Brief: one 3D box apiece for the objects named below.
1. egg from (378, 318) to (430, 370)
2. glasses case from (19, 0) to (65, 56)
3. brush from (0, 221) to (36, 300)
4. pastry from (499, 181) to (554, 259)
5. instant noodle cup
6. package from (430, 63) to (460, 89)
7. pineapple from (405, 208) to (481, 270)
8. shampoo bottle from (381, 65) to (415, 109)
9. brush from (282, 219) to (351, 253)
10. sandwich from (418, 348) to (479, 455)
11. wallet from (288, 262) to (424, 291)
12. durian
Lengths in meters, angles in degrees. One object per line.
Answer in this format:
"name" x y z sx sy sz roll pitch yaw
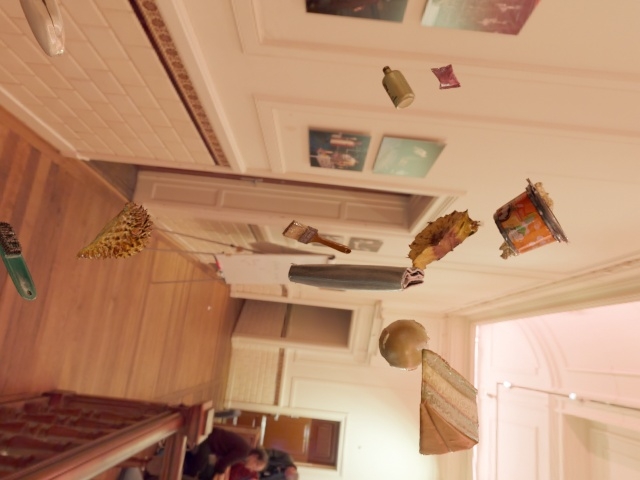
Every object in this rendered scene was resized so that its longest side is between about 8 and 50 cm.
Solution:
"egg" 0.268 0.331 1.432 0.201 0.164 0.164 -11 108 -74
"glasses case" -0.493 -0.413 0.778 0.204 0.051 0.081 62 -33 13
"brush" -0.653 0.040 0.957 0.193 0.032 0.043 57 26 13
"pastry" 0.617 -0.054 1.324 0.121 0.089 0.258 -51 158 -32
"instant noodle cup" 0.522 -0.045 1.129 0.208 0.125 0.177 55 27 -6
"package" 0.328 -0.429 1.170 0.083 0.059 0.029 39 62 -47
"pineapple" 0.349 -0.011 1.323 0.233 0.079 0.135 -39 -168 10
"shampoo bottle" 0.263 -0.544 1.560 0.079 0.079 0.162 94 -29 -72
"brush" 0.000 0.000 0.917 0.043 0.170 0.014 -47 -141 29
"sandwich" 0.188 0.299 0.817 0.144 0.187 0.117 -29 -149 36
"wallet" 0.093 0.083 1.014 0.290 0.251 0.054 12 79 -70
"durian" -0.589 -0.030 1.300 0.144 0.139 0.252 87 19 -54
